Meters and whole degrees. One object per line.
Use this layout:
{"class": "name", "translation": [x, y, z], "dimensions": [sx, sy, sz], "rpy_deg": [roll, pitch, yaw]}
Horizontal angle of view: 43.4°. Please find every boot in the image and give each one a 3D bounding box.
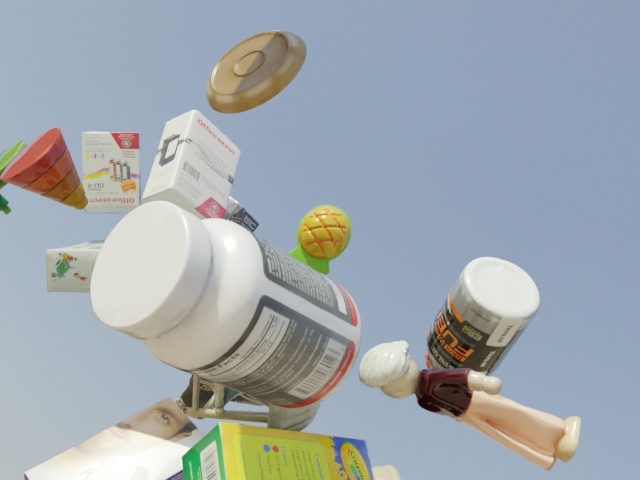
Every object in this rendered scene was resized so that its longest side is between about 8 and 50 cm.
{"class": "boot", "translation": [-0.275, 0.438, 2.258], "dimensions": [0.236, 0.085, 0.178], "rpy_deg": [23, -53, -19]}

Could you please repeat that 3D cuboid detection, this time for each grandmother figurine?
{"class": "grandmother figurine", "translation": [0.224, 0.251, 1.253], "dimensions": [0.343, 0.104, 0.207], "rpy_deg": [22, -37, 2]}

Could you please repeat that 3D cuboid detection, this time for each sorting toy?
{"class": "sorting toy", "translation": [-0.504, -0.089, 1.376], "dimensions": [0.366, 0.127, 0.126], "rpy_deg": [-5, -46, 47]}

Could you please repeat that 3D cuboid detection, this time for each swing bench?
{"class": "swing bench", "translation": [-0.123, 0.255, 1.660], "dimensions": [0.255, 0.165, 0.253], "rpy_deg": [14, -62, 14]}

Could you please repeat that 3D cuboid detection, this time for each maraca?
{"class": "maraca", "translation": [0.000, 0.000, 1.927], "dimensions": [0.127, 0.185, 0.099], "rpy_deg": [24, -16, 10]}

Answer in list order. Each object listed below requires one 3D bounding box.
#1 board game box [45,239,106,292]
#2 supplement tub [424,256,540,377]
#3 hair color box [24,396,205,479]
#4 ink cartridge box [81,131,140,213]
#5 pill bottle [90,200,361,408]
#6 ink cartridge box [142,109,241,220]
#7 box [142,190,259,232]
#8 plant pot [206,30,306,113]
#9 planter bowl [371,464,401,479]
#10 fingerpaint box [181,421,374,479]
{"class": "board game box", "translation": [-0.403, 0.053, 1.752], "dimensions": [0.304, 0.224, 0.097], "rpy_deg": [1, -84, 11]}
{"class": "supplement tub", "translation": [0.373, 0.206, 1.920], "dimensions": [0.194, 0.193, 0.316], "rpy_deg": [25, -47, 6]}
{"class": "hair color box", "translation": [-0.403, 0.481, 1.651], "dimensions": [0.185, 0.339, 0.110], "rpy_deg": [37, -44, 34]}
{"class": "ink cartridge box", "translation": [-0.477, -0.151, 1.843], "dimensions": [0.128, 0.176, 0.127], "rpy_deg": [-2, -2, -13]}
{"class": "pill bottle", "translation": [-0.120, 0.094, 1.117], "dimensions": [0.210, 0.210, 0.363], "rpy_deg": [-3, -24, 38]}
{"class": "ink cartridge box", "translation": [-0.293, -0.155, 1.864], "dimensions": [0.100, 0.237, 0.172], "rpy_deg": [-16, -41, 33]}
{"class": "box", "translation": [-0.311, -0.084, 2.109], "dimensions": [0.247, 0.142, 0.163], "rpy_deg": [35, -7, 23]}
{"class": "plant pot", "translation": [-0.140, -0.356, 1.656], "dimensions": [0.236, 0.236, 0.032], "rpy_deg": [2, -35, 34]}
{"class": "planter bowl", "translation": [0.116, 0.611, 1.891], "dimensions": [0.109, 0.162, 0.162], "rpy_deg": [4, -31, -18]}
{"class": "fingerpaint box", "translation": [-0.047, 0.596, 1.522], "dimensions": [0.371, 0.444, 0.163], "rpy_deg": [16, -46, -35]}
